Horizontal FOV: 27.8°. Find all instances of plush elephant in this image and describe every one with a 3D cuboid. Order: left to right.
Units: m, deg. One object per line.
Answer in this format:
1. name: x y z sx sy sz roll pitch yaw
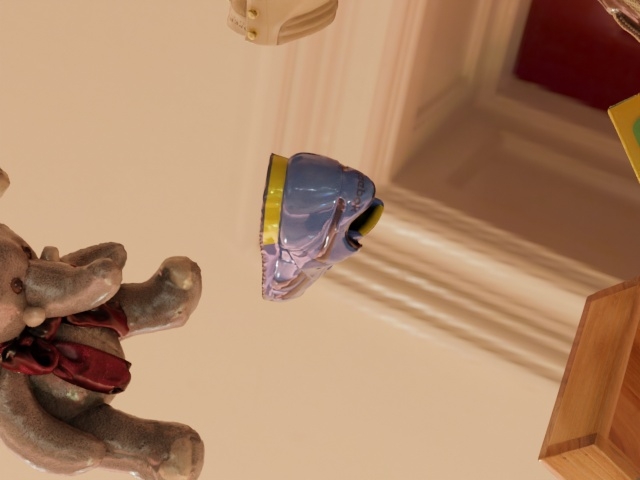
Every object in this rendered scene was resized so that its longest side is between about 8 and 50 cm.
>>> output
1. plush elephant: -0.276 0.075 1.266 0.330 0.255 0.271 2 -125 3

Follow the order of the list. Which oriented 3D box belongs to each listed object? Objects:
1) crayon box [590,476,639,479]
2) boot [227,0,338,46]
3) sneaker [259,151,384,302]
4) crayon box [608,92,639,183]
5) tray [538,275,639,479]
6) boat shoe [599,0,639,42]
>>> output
1. crayon box: 0.094 0.278 0.806 0.203 0.323 0.083 -9 -155 -8
2. boot: -0.083 -0.284 1.291 0.262 0.203 0.095 -11 -123 -24
3. sneaker: 0.000 0.000 0.920 0.082 0.209 0.069 6 -110 -1
4. crayon box: 0.321 -0.005 0.862 0.165 0.081 0.278 -26 -125 18
5. tray: 0.387 0.245 1.249 0.411 0.076 0.203 43 -132 -20
6. boat shoe: 0.131 -0.172 0.622 0.095 0.095 0.257 -25 -125 1
